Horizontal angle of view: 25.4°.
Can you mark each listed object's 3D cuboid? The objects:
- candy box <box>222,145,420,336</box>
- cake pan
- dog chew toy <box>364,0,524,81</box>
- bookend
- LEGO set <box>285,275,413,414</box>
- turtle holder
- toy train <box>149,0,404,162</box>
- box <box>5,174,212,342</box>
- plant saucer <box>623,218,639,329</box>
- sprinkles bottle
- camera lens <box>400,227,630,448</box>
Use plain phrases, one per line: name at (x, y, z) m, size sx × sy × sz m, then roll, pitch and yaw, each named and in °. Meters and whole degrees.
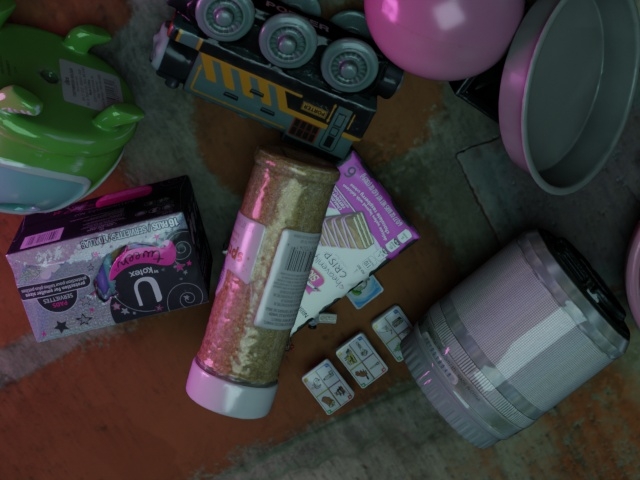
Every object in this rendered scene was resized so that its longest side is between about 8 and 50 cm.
candy box at (0.000, 0.000, 1.983) m, size 0.233 × 0.071 × 0.159 m, roll -38°, pitch 99°, yaw 5°
cake pan at (0.325, -0.207, 1.853) m, size 0.054 × 0.293 × 0.293 m, roll 19°, pitch 119°, yaw 37°
dog chew toy at (0.176, -0.365, 1.759) m, size 0.206 × 0.207 × 0.332 m, roll 11°, pitch 128°, yaw -7°
bookend at (0.284, -0.228, 1.928) m, size 0.157 × 0.072 × 0.156 m, roll 33°, pitch 107°, yaw -16°
LEGO set at (0.011, 0.110, 2.083) m, size 0.182 × 0.060 × 0.244 m, roll -38°, pitch 111°, yaw -1°
turtle holder at (-0.401, -0.148, 1.816) m, size 0.243 × 0.320 × 0.227 m, roll 50°, pitch 126°, yaw 20°
toy train at (-0.061, -0.236, 1.879) m, size 0.334 × 0.142 × 0.190 m, roll 21°, pitch 119°, yaw -11°
box at (-0.284, 0.027, 1.955) m, size 0.247 × 0.163 × 0.142 m, roll -14°, pitch 111°, yaw 3°
plant saucer at (0.597, 0.029, 2.046) m, size 0.332 × 0.084 × 0.332 m, roll -1°, pitch 112°, yaw -2°
sprinkles bottle at (-0.077, 0.056, 1.893) m, size 0.121 × 0.121 × 0.355 m, roll 15°, pitch 101°, yaw -9°
camera lens at (0.278, 0.134, 1.998) m, size 0.274 × 0.219 × 0.219 m, roll -40°, pitch 109°, yaw 13°
